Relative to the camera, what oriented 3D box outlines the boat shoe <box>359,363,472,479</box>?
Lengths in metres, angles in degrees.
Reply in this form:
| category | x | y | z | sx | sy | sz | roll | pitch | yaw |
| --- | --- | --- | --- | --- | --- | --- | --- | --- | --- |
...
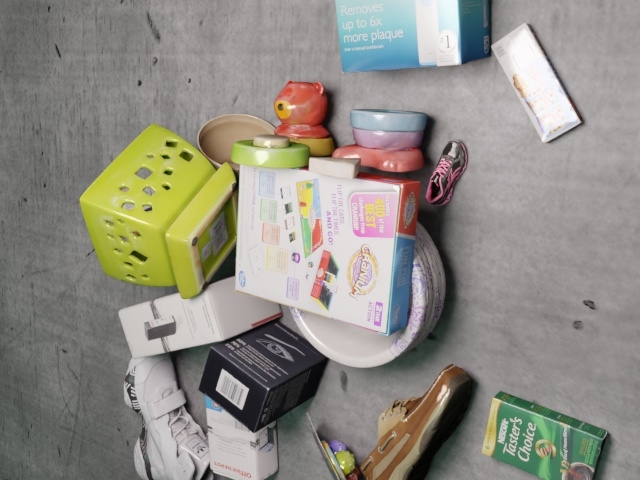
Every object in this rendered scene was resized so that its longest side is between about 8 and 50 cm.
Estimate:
| category | x | y | z | sx | sy | sz | roll | pitch | yaw |
| --- | --- | --- | --- | --- | --- | --- | --- | --- | --- |
| boat shoe | 0.156 | 0.349 | 1.243 | 0.120 | 0.122 | 0.324 | 39 | 119 | 29 |

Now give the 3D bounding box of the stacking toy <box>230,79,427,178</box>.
| category | x | y | z | sx | sy | sz | roll | pitch | yaw |
| --- | --- | --- | --- | --- | --- | --- | --- | --- | --- |
| stacking toy | 0.011 | -0.195 | 1.146 | 0.309 | 0.279 | 0.130 | 10 | 106 | 28 |

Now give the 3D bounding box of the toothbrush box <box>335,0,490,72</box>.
| category | x | y | z | sx | sy | sz | roll | pitch | yaw |
| --- | --- | --- | --- | --- | --- | --- | --- | --- | --- |
| toothbrush box | 0.139 | -0.424 | 1.079 | 0.216 | 0.126 | 0.295 | 6 | 111 | 34 |

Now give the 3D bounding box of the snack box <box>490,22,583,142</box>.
| category | x | y | z | sx | sy | sz | roll | pitch | yaw |
| --- | --- | --- | --- | --- | --- | --- | --- | --- | --- |
| snack box | 0.335 | -0.244 | 1.068 | 0.064 | 0.022 | 0.178 | -31 | 81 | 33 |

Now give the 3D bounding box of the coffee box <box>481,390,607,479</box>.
| category | x | y | z | sx | sy | sz | roll | pitch | yaw |
| --- | --- | --- | --- | --- | --- | --- | --- | --- | --- |
| coffee box | 0.368 | 0.336 | 1.144 | 0.184 | 0.040 | 0.113 | 18 | 109 | 30 |

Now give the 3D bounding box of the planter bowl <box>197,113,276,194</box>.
| category | x | y | z | sx | sy | sz | roll | pitch | yaw |
| --- | --- | --- | --- | --- | --- | --- | --- | --- | --- |
| planter bowl | -0.161 | -0.156 | 1.352 | 0.162 | 0.162 | 0.109 | 39 | 142 | 22 |

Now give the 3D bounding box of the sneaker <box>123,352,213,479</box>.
| category | x | y | z | sx | sy | sz | roll | pitch | yaw |
| --- | --- | --- | --- | --- | --- | --- | --- | --- | --- |
| sneaker | -0.326 | 0.415 | 1.575 | 0.210 | 0.137 | 0.365 | 11 | 110 | 31 |

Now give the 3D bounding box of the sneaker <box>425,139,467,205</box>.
| category | x | y | z | sx | sy | sz | roll | pitch | yaw |
| --- | --- | --- | --- | --- | --- | --- | --- | --- | --- |
| sneaker | 0.208 | -0.112 | 1.158 | 0.047 | 0.057 | 0.119 | 26 | 111 | 30 |

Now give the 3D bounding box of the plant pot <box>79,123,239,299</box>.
| category | x | y | z | sx | sy | sz | roll | pitch | yaw |
| --- | --- | --- | --- | --- | --- | --- | --- | --- | --- |
| plant pot | -0.272 | -0.042 | 1.268 | 0.207 | 0.227 | 0.228 | 22 | 144 | 16 |

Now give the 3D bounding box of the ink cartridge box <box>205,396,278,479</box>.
| category | x | y | z | sx | sy | sz | roll | pitch | yaw |
| --- | --- | --- | --- | --- | --- | --- | --- | --- | --- |
| ink cartridge box | -0.172 | 0.414 | 1.498 | 0.140 | 0.082 | 0.190 | 4 | 103 | 34 |

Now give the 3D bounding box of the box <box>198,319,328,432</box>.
| category | x | y | z | sx | sy | sz | roll | pitch | yaw |
| --- | --- | --- | --- | --- | --- | --- | --- | --- | --- |
| box | -0.108 | 0.259 | 1.350 | 0.153 | 0.207 | 0.108 | 31 | 115 | 27 |

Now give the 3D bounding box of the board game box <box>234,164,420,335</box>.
| category | x | y | z | sx | sy | sz | roll | pitch | yaw |
| --- | --- | --- | --- | --- | --- | --- | --- | --- | --- |
| board game box | 0.000 | 0.000 | 1.136 | 0.317 | 0.064 | 0.242 | 13 | 106 | 32 |

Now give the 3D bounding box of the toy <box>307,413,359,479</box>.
| category | x | y | z | sx | sy | sz | roll | pitch | yaw |
| --- | --- | --- | --- | --- | --- | --- | --- | --- | --- |
| toy | 0.048 | 0.449 | 1.324 | 0.137 | 0.056 | 0.237 | 83 | 164 | -54 |

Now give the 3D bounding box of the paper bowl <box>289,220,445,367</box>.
| category | x | y | z | sx | sy | sz | roll | pitch | yaw |
| --- | --- | --- | --- | --- | --- | --- | --- | --- | --- |
| paper bowl | 0.086 | 0.071 | 1.219 | 0.284 | 0.148 | 0.284 | 7 | 103 | 32 |

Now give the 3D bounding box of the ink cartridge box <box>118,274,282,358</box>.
| category | x | y | z | sx | sy | sz | roll | pitch | yaw |
| --- | --- | --- | --- | --- | --- | --- | --- | --- | --- |
| ink cartridge box | -0.251 | 0.151 | 1.432 | 0.273 | 0.197 | 0.114 | -16 | 90 | 35 |

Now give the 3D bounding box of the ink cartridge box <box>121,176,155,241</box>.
| category | x | y | z | sx | sy | sz | roll | pitch | yaw |
| --- | --- | --- | --- | --- | --- | --- | --- | --- | --- |
| ink cartridge box | -0.333 | -0.049 | 1.518 | 0.235 | 0.088 | 0.193 | -19 | 87 | 34 |
